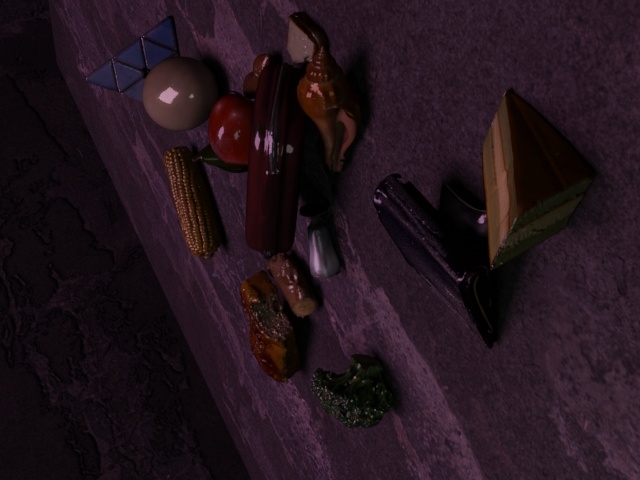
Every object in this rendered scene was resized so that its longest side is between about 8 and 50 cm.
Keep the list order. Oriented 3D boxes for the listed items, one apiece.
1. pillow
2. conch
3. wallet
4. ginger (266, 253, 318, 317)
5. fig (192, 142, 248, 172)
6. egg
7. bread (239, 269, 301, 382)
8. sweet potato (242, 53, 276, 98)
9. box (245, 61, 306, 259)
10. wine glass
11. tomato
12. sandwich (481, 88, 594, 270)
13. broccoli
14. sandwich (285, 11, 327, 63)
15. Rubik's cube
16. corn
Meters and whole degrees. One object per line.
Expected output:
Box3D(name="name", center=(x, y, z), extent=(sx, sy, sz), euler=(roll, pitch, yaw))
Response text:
Box3D(name="pillow", center=(0.219, -0.026, 1.132), extent=(0.091, 0.055, 0.136), euler=(46, 178, -39))
Box3D(name="conch", center=(0.022, -0.232, 1.369), extent=(0.330, 0.110, 0.093), euler=(75, -162, -62))
Box3D(name="wallet", center=(0.189, 0.036, 1.172), extent=(0.221, 0.071, 0.262), euler=(48, 172, 36))
Box3D(name="ginger", center=(-0.076, 0.094, 1.878), extent=(0.137, 0.074, 0.213), euler=(95, 152, -46))
Box3D(name="fig", center=(-0.221, -0.213, 1.811), extent=(0.117, 0.178, 0.117), euler=(19, 117, 42))
Box3D(name="egg", center=(-0.358, -0.380, 1.955), extent=(0.254, 0.189, 0.188), euler=(1, 110, 59))
Box3D(name="bread", center=(-0.131, 0.243, 2.010), extent=(0.185, 0.109, 0.380), euler=(58, 164, 31))
Box3D(name="sweet potato", center=(-0.134, -0.350, 1.658), extent=(0.065, 0.051, 0.218), euler=(64, 158, 4))
Box3D(name="box", center=(-0.090, -0.158, 1.535), extent=(0.403, 0.108, 0.263), euler=(98, 176, -46))
Box3D(name="wine glass", center=(0.000, 0.000, 1.632), extent=(0.072, 0.072, 0.155), euler=(28, 134, 58))
Box3D(name="tomato", center=(-0.182, -0.247, 1.699), extent=(0.167, 0.167, 0.167), euler=(48, 149, 42))
Box3D(name="sandwich", center=(0.229, -0.083, 0.958), extent=(0.187, 0.144, 0.117), euler=(55, 151, 30))
Box3D(name="broccoli", center=(0.068, 0.328, 1.643), extent=(0.195, 0.196, 0.156), euler=(40, 123, 50))
Box3D(name="sandwich", center=(-0.025, -0.367, 1.421), extent=(0.105, 0.036, 0.093), euler=(49, 149, 37))
Box3D(name="Rubik's cube", center=(-0.511, -0.521, 2.232), extent=(0.234, 0.228, 0.228), euler=(13, 83, 22))
Box3D(name="corn", center=(-0.396, -0.117, 2.350), extent=(0.120, 0.121, 0.363), euler=(11, 119, 64))
